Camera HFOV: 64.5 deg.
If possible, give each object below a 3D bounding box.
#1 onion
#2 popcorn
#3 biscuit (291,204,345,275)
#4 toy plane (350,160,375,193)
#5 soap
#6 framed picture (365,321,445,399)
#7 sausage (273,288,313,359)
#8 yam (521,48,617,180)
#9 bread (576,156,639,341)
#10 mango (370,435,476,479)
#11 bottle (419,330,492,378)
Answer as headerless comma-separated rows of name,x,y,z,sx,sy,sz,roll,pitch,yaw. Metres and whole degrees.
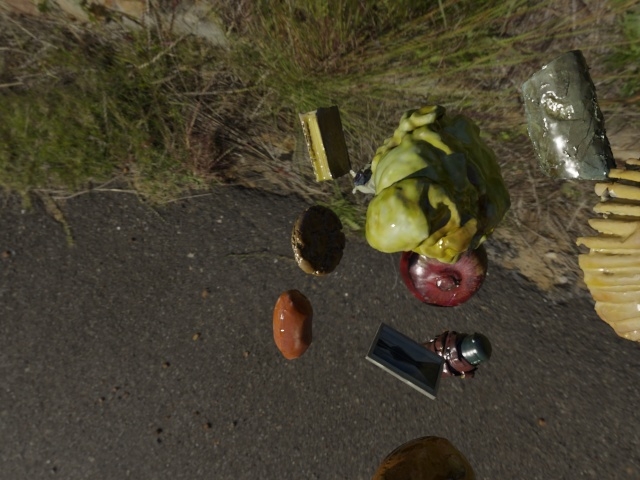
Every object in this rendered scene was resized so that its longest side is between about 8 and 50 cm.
onion,0.345,0.075,1.422,0.246,0.190,0.246,5,115,12
popcorn,0.195,-0.076,0.822,0.225,0.286,0.174,29,140,-15
biscuit,0.000,0.000,1.536,0.042,0.226,0.226,-7,93,44
toy plane,0.145,-0.148,1.133,0.092,0.286,0.108,32,86,-18
soap,0.022,-0.315,1.642,0.076,0.135,0.233,-8,103,38
framed picture,0.229,0.314,1.347,0.203,0.150,0.015,31,126,6
sausage,-0.096,0.281,1.694,0.133,0.133,0.258,6,119,8
yam,0.354,-0.171,0.734,0.107,0.107,0.183,-16,97,9
bread,0.474,0.015,0.654,0.274,0.149,0.274,-1,100,-8
mango,0.148,0.431,0.810,0.201,0.287,0.153,-12,101,44
bottle,0.399,0.363,1.565,0.271,0.143,0.156,-30,100,42
